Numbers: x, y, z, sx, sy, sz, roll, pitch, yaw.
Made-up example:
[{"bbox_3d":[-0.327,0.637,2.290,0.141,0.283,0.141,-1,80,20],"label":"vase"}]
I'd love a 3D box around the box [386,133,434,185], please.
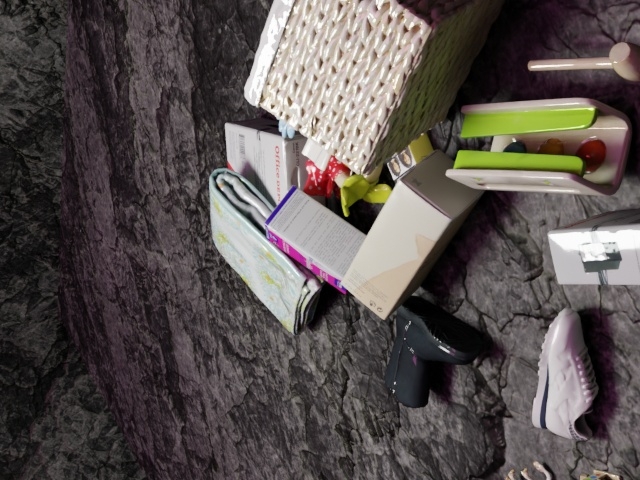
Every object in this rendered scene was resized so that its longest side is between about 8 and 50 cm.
[{"bbox_3d":[0.148,-0.230,1.656,0.087,0.058,0.232,-35,72,57],"label":"box"}]

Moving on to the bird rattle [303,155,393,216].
[{"bbox_3d":[0.072,-0.162,1.784,0.253,0.143,0.206,46,127,57],"label":"bird rattle"}]

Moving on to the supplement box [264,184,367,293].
[{"bbox_3d":[0.000,0.000,1.813,0.220,0.114,0.111,34,165,10],"label":"supplement box"}]

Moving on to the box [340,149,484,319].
[{"bbox_3d":[0.170,-0.007,1.604,0.121,0.148,0.311,40,138,13],"label":"box"}]

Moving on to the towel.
[{"bbox_3d":[-0.140,0.035,2.030,0.374,0.090,0.320,48,156,16],"label":"towel"}]

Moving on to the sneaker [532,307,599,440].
[{"bbox_3d":[0.419,0.222,1.411,0.095,0.090,0.235,18,121,39],"label":"sneaker"}]

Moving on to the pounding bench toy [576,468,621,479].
[{"bbox_3d":[0.456,0.424,1.430,0.083,0.065,0.052,-1,101,57],"label":"pounding bench toy"}]

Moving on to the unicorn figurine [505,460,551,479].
[{"bbox_3d":[0.400,0.466,1.548,0.111,0.060,0.162,58,158,10],"label":"unicorn figurine"}]

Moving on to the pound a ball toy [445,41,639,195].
[{"bbox_3d":[0.365,-0.177,1.316,0.319,0.136,0.208,8,83,55],"label":"pound a ball toy"}]

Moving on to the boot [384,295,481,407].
[{"bbox_3d":[0.219,0.248,1.691,0.246,0.094,0.207,36,127,54],"label":"boot"}]

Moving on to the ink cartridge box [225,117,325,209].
[{"bbox_3d":[-0.109,-0.174,2.012,0.273,0.114,0.196,23,121,52],"label":"ink cartridge box"}]

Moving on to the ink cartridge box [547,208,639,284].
[{"bbox_3d":[0.454,0.006,1.199,0.208,0.153,0.086,-3,100,58],"label":"ink cartridge box"}]

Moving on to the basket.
[{"bbox_3d":[0.100,-0.343,1.405,0.266,0.328,0.331,37,133,15],"label":"basket"}]

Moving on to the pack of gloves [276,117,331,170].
[{"bbox_3d":[-0.021,-0.292,1.755,0.195,0.046,0.232,41,119,37],"label":"pack of gloves"}]
